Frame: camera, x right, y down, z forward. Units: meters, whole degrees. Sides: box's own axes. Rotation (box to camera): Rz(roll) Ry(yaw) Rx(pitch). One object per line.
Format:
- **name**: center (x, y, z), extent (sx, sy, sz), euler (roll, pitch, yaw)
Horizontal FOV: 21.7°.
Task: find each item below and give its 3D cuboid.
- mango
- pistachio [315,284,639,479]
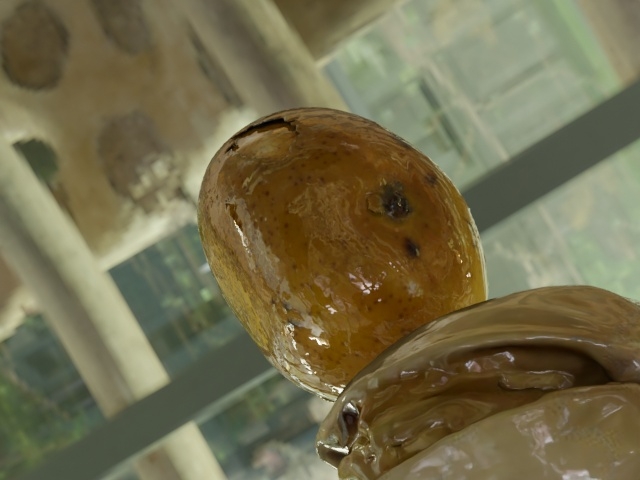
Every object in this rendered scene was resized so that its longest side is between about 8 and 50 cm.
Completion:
- **mango**: center (0.000, 0.000, 1.159), extent (0.160, 0.191, 0.290), euler (-34, -159, -16)
- **pistachio**: center (0.099, 0.110, 0.886), extent (0.229, 0.157, 0.157), euler (-20, 179, 20)
